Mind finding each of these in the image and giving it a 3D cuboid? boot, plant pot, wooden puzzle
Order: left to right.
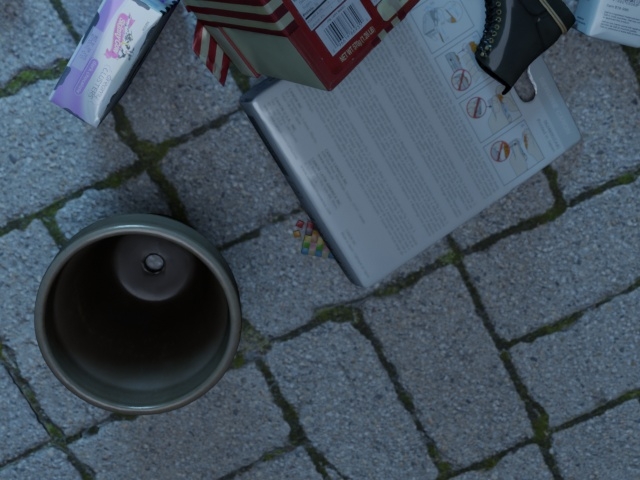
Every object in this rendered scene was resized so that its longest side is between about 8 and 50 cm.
[{"bbox_3d":[-0.232,0.069,1.447,0.263,0.229,0.263,-1,108,-2],"label":"plant pot"},{"bbox_3d":[0.000,0.000,1.550,0.083,0.006,0.049,10,108,-6],"label":"wooden puzzle"},{"bbox_3d":[0.225,-0.299,1.403,0.198,0.077,0.137,39,91,-16],"label":"boot"}]

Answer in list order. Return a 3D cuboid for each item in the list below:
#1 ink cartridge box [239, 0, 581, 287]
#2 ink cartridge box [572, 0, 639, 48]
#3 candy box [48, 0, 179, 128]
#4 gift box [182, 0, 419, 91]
[{"bbox_3d":[0.128,-0.165,1.478,0.385,0.091,0.308,-34,107,-8],"label":"ink cartridge box"},{"bbox_3d":[0.436,-0.357,1.401,0.153,0.087,0.208,12,108,-7],"label":"ink cartridge box"},{"bbox_3d":[-0.255,-0.245,1.354,0.070,0.196,0.164,31,105,-10],"label":"candy box"},{"bbox_3d":[-0.038,-0.321,1.280,0.255,0.258,0.276,-42,123,-14],"label":"gift box"}]
